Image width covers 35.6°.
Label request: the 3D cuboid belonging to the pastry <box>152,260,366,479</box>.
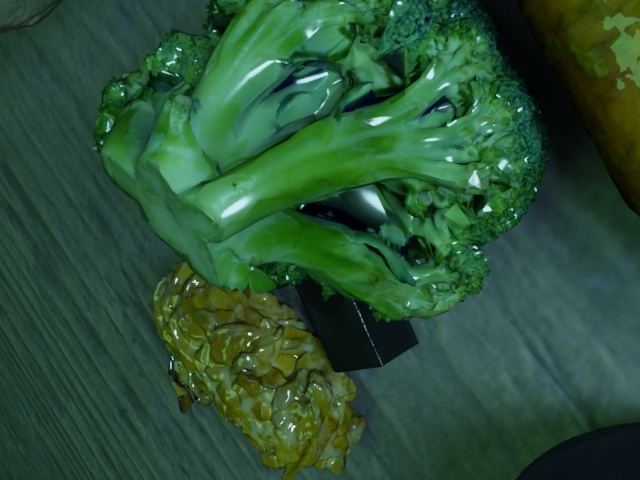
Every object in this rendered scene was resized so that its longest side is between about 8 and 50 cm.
[{"bbox_3d":[-0.069,0.118,0.946,0.250,0.102,0.154,36,140,34],"label":"pastry"}]

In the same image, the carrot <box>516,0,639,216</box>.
[{"bbox_3d":[0.148,-0.121,0.469,0.302,0.114,0.114,62,148,8],"label":"carrot"}]

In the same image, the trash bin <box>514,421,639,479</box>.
[{"bbox_3d":[0.200,0.268,0.559,0.277,0.217,0.263,36,139,49],"label":"trash bin"}]

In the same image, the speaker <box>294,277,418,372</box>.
[{"bbox_3d":[0.000,0.000,0.819,0.082,0.044,0.218,-18,97,58],"label":"speaker"}]

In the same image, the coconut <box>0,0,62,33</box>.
[{"bbox_3d":[-0.313,-0.325,0.734,0.404,0.404,0.405,34,137,39],"label":"coconut"}]

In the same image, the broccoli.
[{"bbox_3d":[-0.006,-0.055,0.602,0.294,0.245,0.265,3,114,50],"label":"broccoli"}]
